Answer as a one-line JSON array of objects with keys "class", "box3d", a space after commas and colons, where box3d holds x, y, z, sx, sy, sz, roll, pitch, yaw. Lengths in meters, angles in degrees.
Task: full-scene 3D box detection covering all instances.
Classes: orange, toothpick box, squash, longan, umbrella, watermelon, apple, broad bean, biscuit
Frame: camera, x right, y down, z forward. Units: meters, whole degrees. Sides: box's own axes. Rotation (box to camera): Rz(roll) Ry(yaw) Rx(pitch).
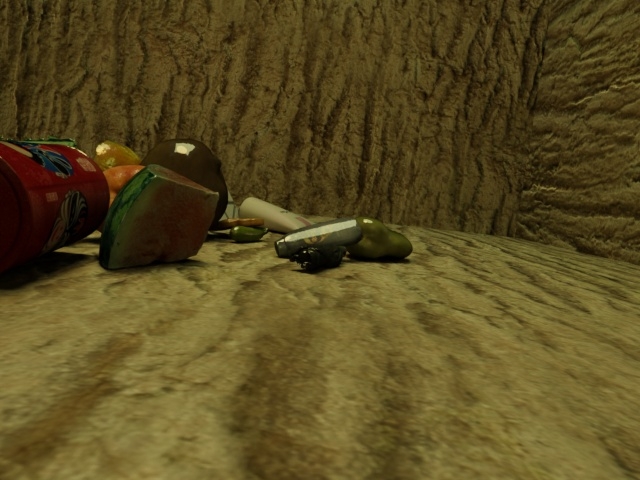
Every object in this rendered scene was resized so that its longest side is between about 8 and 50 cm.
[{"class": "orange", "box3d": [-0.647, -0.169, 1.424, 0.196, 0.263, 0.334, 22, -4, -6]}, {"class": "toothpick box", "box3d": [-0.505, -0.065, 0.769, 0.204, 0.204, 0.333, 5, 9, -9]}, {"class": "squash", "box3d": [-0.222, -0.021, 1.444, 0.052, 0.052, 0.183, 9, 5, 23]}, {"class": "longan", "box3d": [-0.411, -0.157, 1.377, 0.297, 0.297, 0.297, 6, 6, -1]}, {"class": "umbrella", "box3d": [0.009, 0.038, 1.118, 0.066, 0.059, 0.235, 33, 14, 22]}, {"class": "watermelon", "box3d": [-0.332, -0.031, 0.950, 0.201, 0.213, 0.262, 22, 7, -17]}, {"class": "apple", "box3d": [-0.467, -0.092, 1.152, 0.209, 0.209, 0.164, 5, -3, -11]}, {"class": "broad bean", "box3d": [0.168, 0.007, 1.397, 0.189, 0.121, 0.263, 11, -6, 42]}, {"class": "biscuit", "box3d": [-0.293, -0.052, 1.512, 0.236, 0.040, 0.144, -8, 4, 28]}]

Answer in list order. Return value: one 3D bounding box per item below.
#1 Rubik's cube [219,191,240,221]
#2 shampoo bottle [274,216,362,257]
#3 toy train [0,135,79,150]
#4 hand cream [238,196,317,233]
[{"class": "Rubik's cube", "box3d": [-0.455, -0.132, 1.837, 0.233, 0.229, 0.228, -38, -15, -27]}, {"class": "shampoo bottle", "box3d": [-0.006, -0.005, 1.236, 0.233, 0.087, 0.049, -14, -32, -18]}, {"class": "toy train", "box3d": [-0.647, -0.122, 1.026, 0.271, 0.188, 0.159, -1, -33, -5]}, {"class": "hand cream", "box3d": [-0.164, -0.083, 1.859, 0.358, 0.118, 0.185, 17, 11, 27]}]
